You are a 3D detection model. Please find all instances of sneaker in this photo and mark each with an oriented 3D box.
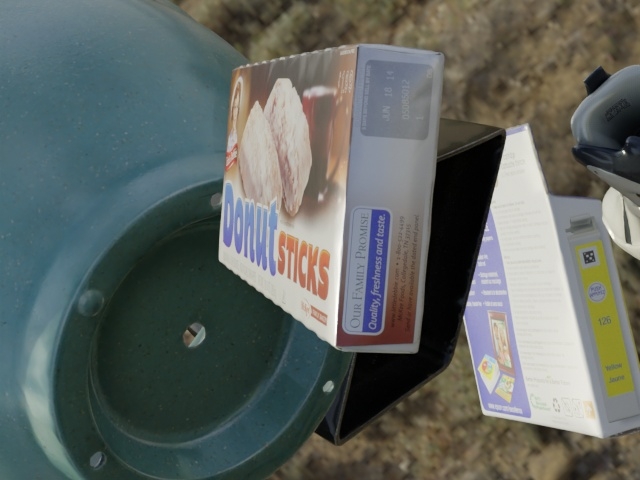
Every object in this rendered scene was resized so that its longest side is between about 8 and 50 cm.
[{"bbox_3d":[0.221,-0.061,1.005,0.094,0.153,0.235,-49,12,-3],"label":"sneaker"}]

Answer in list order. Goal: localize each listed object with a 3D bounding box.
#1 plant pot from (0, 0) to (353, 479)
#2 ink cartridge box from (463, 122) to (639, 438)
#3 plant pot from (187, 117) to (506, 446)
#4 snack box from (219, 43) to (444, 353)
[{"bbox_3d":[-0.103,0.021,0.769,0.293,0.293,0.196,-50,41,-11],"label":"plant pot"},{"bbox_3d":[0.217,0.039,1.544,0.072,0.307,0.303,-11,1,-15],"label":"ink cartridge box"},{"bbox_3d":[0.000,0.000,1.020,0.167,0.188,0.187,21,22,23],"label":"plant pot"},{"bbox_3d":[-0.003,-0.016,0.393,0.178,0.022,0.064,-157,70,-77],"label":"snack box"}]
